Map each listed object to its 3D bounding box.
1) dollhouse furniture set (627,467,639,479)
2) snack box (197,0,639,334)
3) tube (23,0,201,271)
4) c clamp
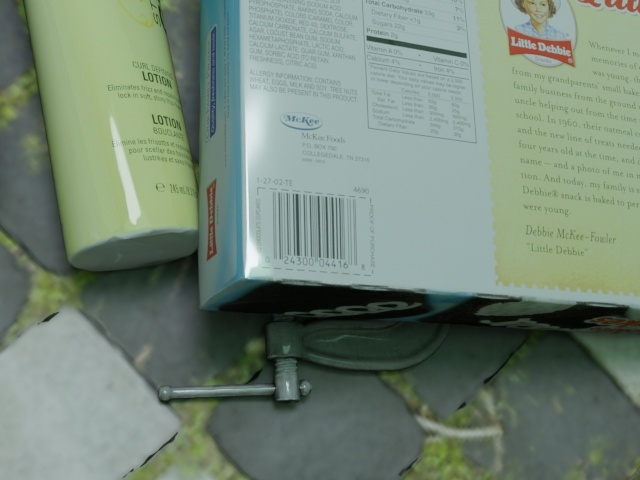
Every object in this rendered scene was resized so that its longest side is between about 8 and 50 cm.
[{"bbox_3d":[0.198,0.189,0.406,0.302,0.151,0.197,-36,85,-22],"label":"dollhouse furniture set"},{"bbox_3d":[0.104,-0.053,0.481,0.322,0.060,0.187,6,72,-23],"label":"snack box"},{"bbox_3d":[-0.103,-0.108,0.464,0.062,0.070,0.240,-10,75,-11],"label":"tube"},{"bbox_3d":[0.000,0.000,0.482,0.137,0.022,0.160,7,72,-13],"label":"c clamp"}]
